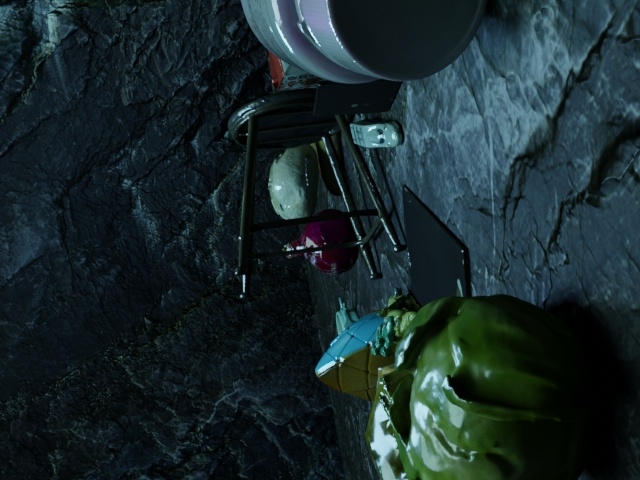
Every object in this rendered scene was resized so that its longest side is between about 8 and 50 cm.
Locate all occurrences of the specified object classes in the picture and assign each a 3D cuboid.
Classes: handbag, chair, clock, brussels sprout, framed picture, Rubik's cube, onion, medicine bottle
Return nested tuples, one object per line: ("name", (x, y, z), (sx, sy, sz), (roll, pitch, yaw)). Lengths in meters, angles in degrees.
("handbag", (-0.050, -0.460, 1.799), (0.298, 0.171, 0.151), (162, 94, -81))
("chair", (-0.044, -0.112, 1.672), (0.362, 0.364, 0.410), (108, 153, -76))
("clock", (0.097, 0.295, 2.354), (0.159, 0.065, 0.211), (-132, 31, -75))
("brussels sprout", (0.196, 0.192, 0.835), (0.294, 0.227, 0.260), (-100, 13, -83))
("framed picture", (0.211, 0.061, 1.303), (0.324, 0.013, 0.244), (-119, 17, -64))
("Rubik's cube", (0.137, 0.234, 1.692), (0.254, 0.254, 0.255), (167, 90, -83))
("onion", (0.000, 0.000, 1.982), (0.140, 0.218, 0.195), (85, 179, -54))
("medicine bottle", (0.046, -0.334, 0.931), (0.325, 0.256, 0.256), (-134, 31, -62))

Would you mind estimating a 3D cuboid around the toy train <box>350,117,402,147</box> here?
("toy train", (0.111, -0.215, 1.435), (0.234, 0.051, 0.052), (-129, 24, -75))

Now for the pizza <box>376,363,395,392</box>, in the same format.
("pizza", (0.208, 0.311, 1.532), (0.188, 0.080, 0.204), (34, 135, 45))

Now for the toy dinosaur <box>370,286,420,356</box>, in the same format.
("toy dinosaur", (0.170, 0.180, 1.454), (0.259, 0.094, 0.153), (-169, 90, -83))

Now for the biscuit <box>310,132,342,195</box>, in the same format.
("biscuit", (0.009, -0.295, 2.051), (0.237, 0.062, 0.291), (-113, 12, -53))

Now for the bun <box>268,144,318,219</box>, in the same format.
("bun", (-0.078, -0.164, 2.023), (0.239, 0.141, 0.239), (6, -90, -83))

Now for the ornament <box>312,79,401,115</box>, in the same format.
("ornament", (0.057, -0.351, 1.338), (0.166, 0.153, 0.196), (114, 152, -77))

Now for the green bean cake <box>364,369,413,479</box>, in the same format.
("green bean cake", (0.194, 0.402, 1.274), (0.310, 0.202, 0.285), (-111, 9, -51))
